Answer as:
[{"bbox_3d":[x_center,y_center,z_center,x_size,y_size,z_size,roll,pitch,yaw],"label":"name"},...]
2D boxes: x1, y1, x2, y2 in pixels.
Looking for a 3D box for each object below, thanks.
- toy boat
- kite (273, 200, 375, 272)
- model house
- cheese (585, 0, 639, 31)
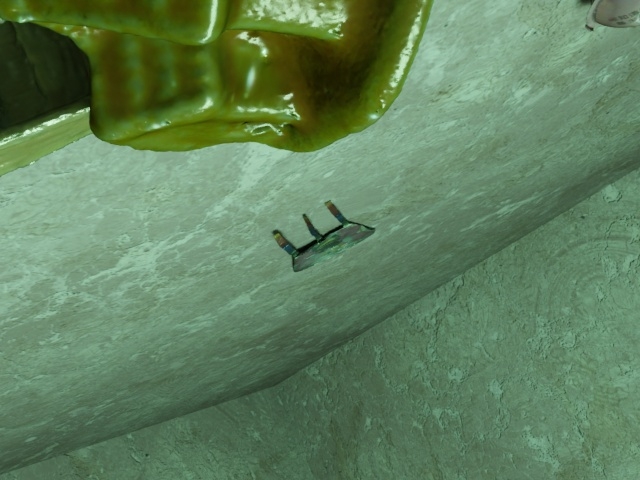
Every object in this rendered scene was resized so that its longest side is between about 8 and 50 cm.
[{"bbox_3d":[-0.248,-0.101,0.475,0.188,0.116,0.061,-24,171,-14],"label":"toy boat"},{"bbox_3d":[0.002,0.003,1.350,0.204,0.022,0.360,-28,165,7],"label":"kite"},{"bbox_3d":[-0.071,-0.148,0.409,0.239,0.173,0.268,-6,130,-25],"label":"model house"},{"bbox_3d":[0.432,-0.329,0.853,0.286,0.074,0.189,-14,162,-45],"label":"cheese"}]
